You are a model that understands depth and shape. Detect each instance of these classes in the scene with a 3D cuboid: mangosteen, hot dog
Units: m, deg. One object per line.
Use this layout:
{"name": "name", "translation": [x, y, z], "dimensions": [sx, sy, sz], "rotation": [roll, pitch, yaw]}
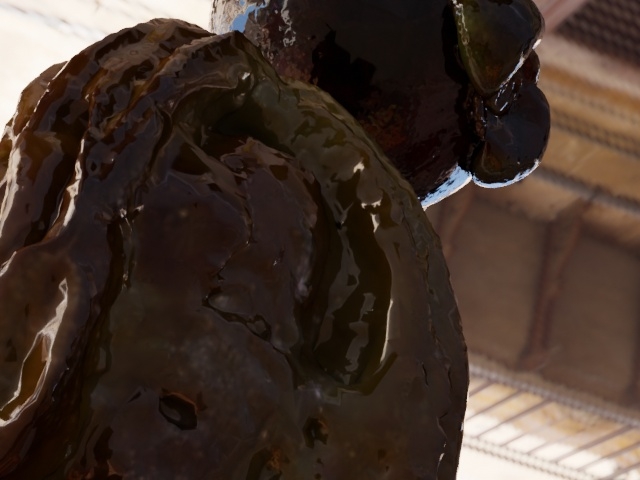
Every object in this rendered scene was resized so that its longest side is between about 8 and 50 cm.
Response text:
{"name": "mangosteen", "translation": [0.031, -0.080, 0.723], "dimensions": [0.153, 0.152, 0.152], "rotation": [8, -112, -20]}
{"name": "hot dog", "translation": [-0.045, 0.059, 0.516], "dimensions": [0.175, 0.114, 0.259], "rotation": [20, -99, -24]}

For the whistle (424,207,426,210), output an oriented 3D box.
{"name": "whistle", "translation": [0.000, 0.001, 1.156], "dimensions": [0.134, 0.346, 0.142], "rotation": [25, -141, 15]}
